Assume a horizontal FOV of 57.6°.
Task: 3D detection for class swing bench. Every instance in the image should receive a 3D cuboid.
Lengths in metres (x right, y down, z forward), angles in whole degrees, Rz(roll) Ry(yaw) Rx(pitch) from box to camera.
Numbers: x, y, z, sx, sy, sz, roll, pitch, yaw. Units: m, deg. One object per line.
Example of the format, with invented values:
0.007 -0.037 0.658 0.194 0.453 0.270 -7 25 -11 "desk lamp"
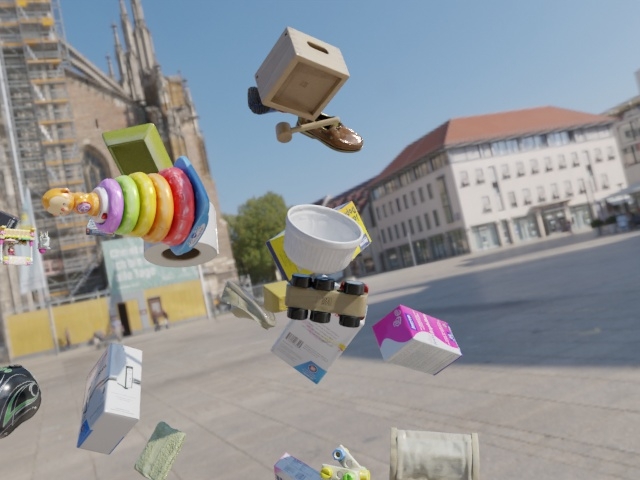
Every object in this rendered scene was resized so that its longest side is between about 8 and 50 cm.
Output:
0.334 0.690 1.752 0.253 0.165 0.255 2 -38 7 "swing bench"

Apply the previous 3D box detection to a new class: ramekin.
0.000 0.000 1.535 0.207 0.109 0.207 13 26 -7 "ramekin"

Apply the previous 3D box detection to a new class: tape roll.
-0.477 -0.028 1.978 0.246 0.169 0.246 -7 -22 -3 "tape roll"

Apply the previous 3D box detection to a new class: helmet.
-0.821 0.414 1.487 0.169 0.169 0.161 -14 13 27 "helmet"

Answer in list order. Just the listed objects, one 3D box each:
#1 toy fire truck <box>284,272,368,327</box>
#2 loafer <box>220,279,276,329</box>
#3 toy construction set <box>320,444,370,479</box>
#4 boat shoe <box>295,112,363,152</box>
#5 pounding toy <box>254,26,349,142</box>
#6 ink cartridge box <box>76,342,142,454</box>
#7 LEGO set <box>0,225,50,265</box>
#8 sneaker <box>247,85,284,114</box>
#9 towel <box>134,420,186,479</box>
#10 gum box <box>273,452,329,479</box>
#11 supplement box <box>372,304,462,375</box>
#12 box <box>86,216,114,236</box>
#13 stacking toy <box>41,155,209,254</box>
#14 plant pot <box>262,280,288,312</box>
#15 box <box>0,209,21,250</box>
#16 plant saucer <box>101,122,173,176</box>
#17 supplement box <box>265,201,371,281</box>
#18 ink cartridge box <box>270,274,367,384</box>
0.023 0.168 1.629 0.217 0.159 0.246 7 7 6 "toy fire truck"
-0.260 0.245 2.077 0.268 0.092 0.102 36 1 37 "loafer"
0.137 0.679 1.467 0.327 0.215 0.151 13 -9 38 "toy construction set"
0.048 -0.464 2.467 0.307 0.111 0.104 17 -35 -10 "boat shoe"
-0.039 -0.296 1.165 0.181 0.094 0.206 10 -40 -36 "pounding toy"
-0.490 0.366 1.364 0.086 0.203 0.148 25 -63 -31 "ink cartridge box"
-0.922 0.025 1.647 0.287 0.107 0.132 -1 -10 -25 "LEGO set"
-0.127 -0.406 1.694 0.221 0.083 0.087 17 24 35 "sneaker"
-0.445 0.586 1.614 0.110 0.148 0.027 16 -25 28 "towel"
-0.054 0.726 1.738 0.188 0.107 0.062 20 37 30 "gum box"
0.259 0.269 1.553 0.220 0.111 0.114 22 -55 -39 "supplement box"
-0.772 -0.050 2.059 0.094 0.027 0.137 4 19 -17 "box"
-0.383 -0.070 1.135 0.301 0.166 0.175 0 -42 -44 "stacking toy"
-0.119 0.176 1.762 0.081 0.082 0.083 -10 16 -26 "plant pot"
-1.075 -0.034 1.861 0.158 0.156 0.093 28 -8 -23 "box"
-0.571 -0.257 1.812 0.188 0.188 0.045 -7 34 16 "plant saucer"
-0.010 0.007 2.396 0.356 0.195 0.194 -20 11 34 "supplement box"
0.001 0.294 1.970 0.270 0.198 0.197 -54 -1 14 "ink cartridge box"
